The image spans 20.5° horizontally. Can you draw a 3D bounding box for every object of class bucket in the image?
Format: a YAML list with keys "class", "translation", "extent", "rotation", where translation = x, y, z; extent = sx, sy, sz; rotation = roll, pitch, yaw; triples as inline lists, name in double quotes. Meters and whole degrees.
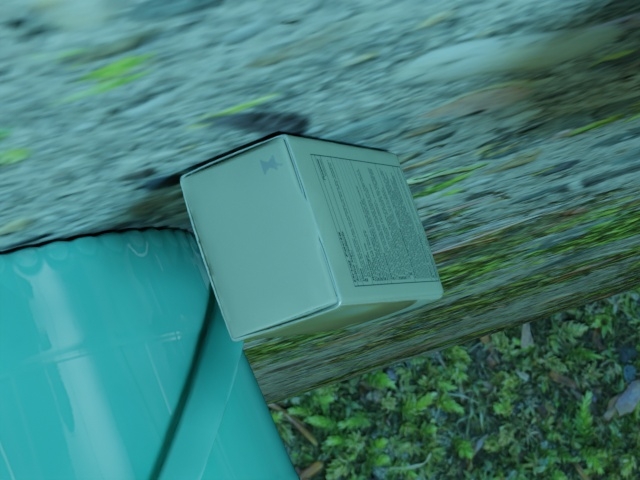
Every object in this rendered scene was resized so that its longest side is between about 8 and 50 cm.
- class: "bucket"
  translation: [-0.130, 0.119, 0.687]
  extent: [0.281, 0.183, 0.281]
  rotation: [-18, 174, -2]

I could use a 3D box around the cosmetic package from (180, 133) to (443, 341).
- class: "cosmetic package"
  translation: [0.000, 0.000, 0.607]
  extent: [0.041, 0.060, 0.115]
  rotation: [-21, 171, 19]
